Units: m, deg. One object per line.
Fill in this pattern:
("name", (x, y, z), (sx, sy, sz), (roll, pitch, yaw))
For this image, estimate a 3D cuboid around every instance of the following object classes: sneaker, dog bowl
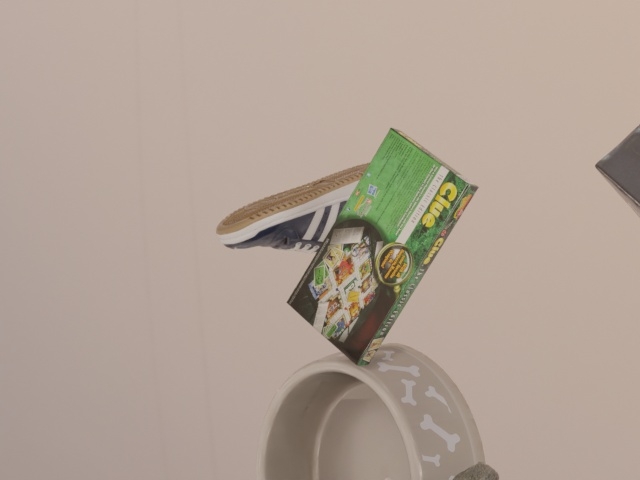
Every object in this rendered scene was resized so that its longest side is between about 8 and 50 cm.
("sneaker", (0.000, 0.000, 1.616), (0.099, 0.282, 0.153), (11, -62, 59))
("dog bowl", (0.049, 0.304, 1.520), (0.349, 0.102, 0.348), (-5, -97, 48))

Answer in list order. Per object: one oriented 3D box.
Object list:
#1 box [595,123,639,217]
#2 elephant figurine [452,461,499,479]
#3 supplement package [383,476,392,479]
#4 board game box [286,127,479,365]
("box", (0.376, 0.003, 0.948), (0.270, 0.143, 0.165), (41, 10, -30))
("elephant figurine", (0.072, 0.337, 1.115), (0.169, 0.239, 0.186), (0, 75, -82))
("supplement package", (0.111, 0.326, 0.921), (0.244, 0.139, 0.134), (40, 1, -6))
("board game box", (0.071, 0.008, 1.425), (0.136, 0.259, 0.030), (41, 18, 33))
